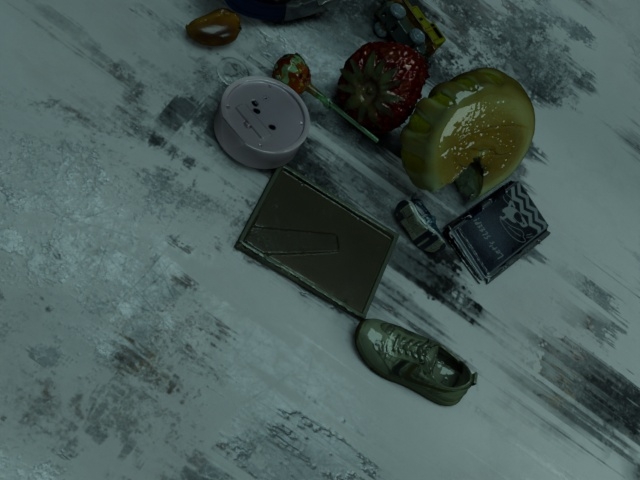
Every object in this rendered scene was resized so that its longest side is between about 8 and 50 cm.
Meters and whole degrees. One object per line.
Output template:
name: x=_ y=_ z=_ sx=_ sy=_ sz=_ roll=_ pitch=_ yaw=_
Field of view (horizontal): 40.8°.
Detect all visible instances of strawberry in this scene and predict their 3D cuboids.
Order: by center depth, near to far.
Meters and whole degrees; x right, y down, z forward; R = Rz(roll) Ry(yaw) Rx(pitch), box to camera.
strawberry: x=0.165 y=-0.361 z=1.960 sx=0.205 sy=0.205 sz=0.244 roll=55 pitch=37 yaw=5

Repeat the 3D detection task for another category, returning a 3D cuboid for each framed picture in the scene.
framed picture: x=0.000 y=0.000 z=1.812 sx=0.314 sy=0.024 sz=0.232 roll=32 pitch=59 yaw=-10

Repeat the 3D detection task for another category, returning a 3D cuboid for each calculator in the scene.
calculator: x=0.419 y=-0.024 z=2.015 sx=0.274 sy=0.028 sz=0.166 roll=-32 pitch=87 yaw=-30

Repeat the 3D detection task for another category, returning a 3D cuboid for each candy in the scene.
candy: x=0.016 y=-0.310 z=1.898 sx=0.287 sy=0.084 sz=0.078 roll=37 pitch=20 yaw=5

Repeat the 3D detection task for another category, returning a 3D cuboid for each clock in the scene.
clock: x=-0.124 y=-0.251 z=1.823 sx=0.196 sy=0.068 sz=0.197 roll=9 pitch=60 yaw=-16

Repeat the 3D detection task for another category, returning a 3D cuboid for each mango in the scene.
mango: x=-0.233 y=-0.462 z=1.880 sx=0.127 sy=0.063 sz=0.077 roll=-19 pitch=82 yaw=-25

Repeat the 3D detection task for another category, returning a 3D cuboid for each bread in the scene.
bread: x=0.328 y=-0.249 z=1.937 sx=0.332 sy=0.333 sz=0.160 roll=-10 pitch=35 yaw=-28

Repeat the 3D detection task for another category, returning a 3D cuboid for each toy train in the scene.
toy train: x=0.218 y=-0.516 z=2.102 sx=0.127 sy=0.089 sz=0.219 roll=-29 pitch=82 yaw=-42

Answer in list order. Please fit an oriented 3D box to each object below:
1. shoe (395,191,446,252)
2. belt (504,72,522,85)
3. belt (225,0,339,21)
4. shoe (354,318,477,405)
shoe: x=0.230 y=-0.037 z=1.914 sx=0.143 sy=0.064 sz=0.071 roll=52 pitch=46 yaw=2
belt: x=0.416 y=-0.315 z=2.099 sx=0.065 sy=0.100 sz=0.179 roll=36 pitch=61 yaw=-2
belt: x=-0.087 y=-0.599 z=1.908 sx=0.346 sy=0.212 sz=0.117 roll=-10 pitch=60 yaw=-38
shoe: x=0.196 y=0.240 z=1.756 sx=0.274 sy=0.098 sz=0.103 roll=28 pitch=56 yaw=-10
